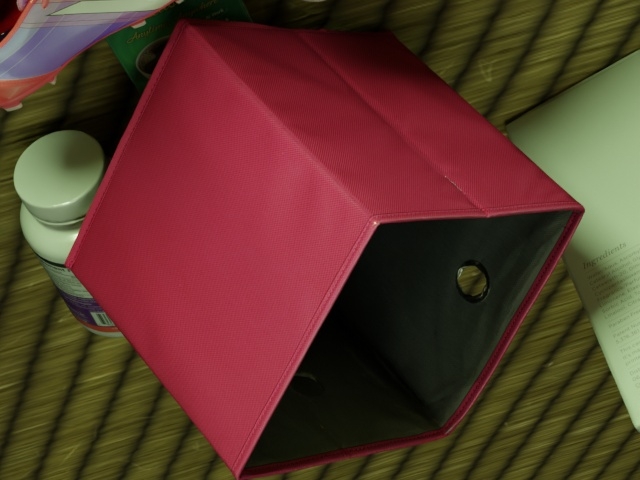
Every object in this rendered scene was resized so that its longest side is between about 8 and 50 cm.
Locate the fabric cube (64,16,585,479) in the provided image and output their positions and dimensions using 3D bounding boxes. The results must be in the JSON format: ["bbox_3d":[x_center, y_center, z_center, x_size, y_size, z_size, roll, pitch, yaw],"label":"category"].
[{"bbox_3d":[0.000,0.000,1.468,0.259,0.258,0.254,-4,130,-45],"label":"fabric cube"}]

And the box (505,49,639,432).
[{"bbox_3d":[0.331,0.030,1.665,0.168,0.345,0.215,-29,143,14],"label":"box"}]

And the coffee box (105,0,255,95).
[{"bbox_3d":[-0.108,-0.165,1.474,0.113,0.040,0.184,-24,145,5],"label":"coffee box"}]

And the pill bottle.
[{"bbox_3d":[-0.196,-0.007,1.587,0.108,0.108,0.193,-19,144,1],"label":"pill bottle"}]

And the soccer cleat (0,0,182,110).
[{"bbox_3d":[-0.174,-0.192,1.342,0.248,0.083,0.095,-37,148,4],"label":"soccer cleat"}]
